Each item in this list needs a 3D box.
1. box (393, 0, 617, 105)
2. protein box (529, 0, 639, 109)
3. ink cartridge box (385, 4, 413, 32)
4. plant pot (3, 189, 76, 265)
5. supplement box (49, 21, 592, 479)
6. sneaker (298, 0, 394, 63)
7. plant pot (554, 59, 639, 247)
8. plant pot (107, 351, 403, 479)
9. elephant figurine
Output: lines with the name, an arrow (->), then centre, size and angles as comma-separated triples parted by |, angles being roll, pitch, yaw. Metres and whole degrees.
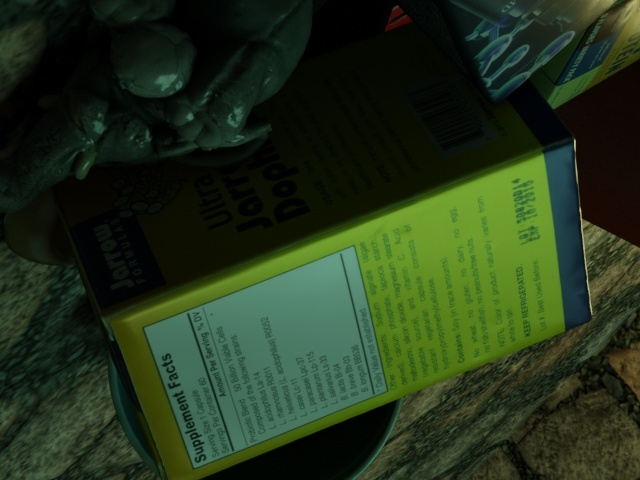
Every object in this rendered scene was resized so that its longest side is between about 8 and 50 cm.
box -> 0.128, -0.299, 1.112 | 0.293, 0.212, 0.395 | -41, 164, 2
protein box -> 0.200, -0.243, 1.416 | 0.201, 0.200, 0.136 | -30, 161, -30
ink cartridge box -> 0.086, -0.136, 1.652 | 0.134, 0.078, 0.231 | -32, 161, -23
plant pot -> -0.150, -0.055, 1.444 | 0.236, 0.032, 0.236 | -35, 161, -14
supplement box -> 0.000, 0.000, 1.343 | 0.356, 0.195, 0.194 | -21, 133, -8
sneaker -> 0.028, -0.093, 1.495 | 0.106, 0.162, 0.281 | -25, 158, -40
plant pot -> 0.306, -0.181, 1.666 | 0.267, 0.267, 0.236 | -50, 149, -20
plant pot -> -0.049, 0.109, 1.720 | 0.272, 0.271, 0.255 | -41, 178, 4
elephant figurine -> -0.115, -0.111, 1.231 | 0.239, 0.186, 0.169 | 132, -27, -59
